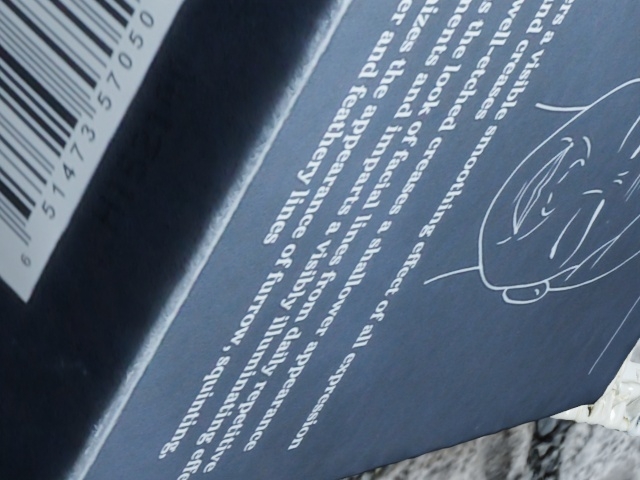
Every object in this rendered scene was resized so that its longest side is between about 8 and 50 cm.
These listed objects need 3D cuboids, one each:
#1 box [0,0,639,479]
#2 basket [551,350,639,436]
[{"bbox_3d":[0.017,-0.082,0.770,0.395,0.212,0.293,-6,133,-54],"label":"box"},{"bbox_3d":[0.113,0.014,1.045,0.103,0.167,0.113,7,112,-35],"label":"basket"}]
